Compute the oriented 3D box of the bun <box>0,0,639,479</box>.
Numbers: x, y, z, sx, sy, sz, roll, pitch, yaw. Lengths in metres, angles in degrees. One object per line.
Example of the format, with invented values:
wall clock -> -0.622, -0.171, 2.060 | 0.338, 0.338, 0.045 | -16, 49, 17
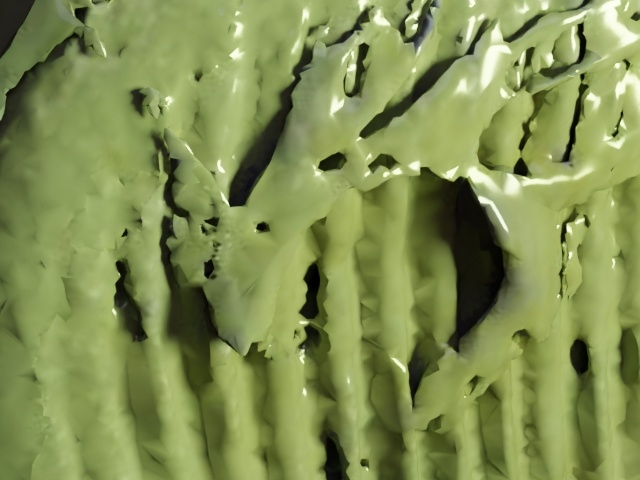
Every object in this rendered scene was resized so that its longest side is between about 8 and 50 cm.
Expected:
bun -> 0.004, -0.004, 0.441 | 0.273, 0.273, 0.168 | -4, 26, -21
